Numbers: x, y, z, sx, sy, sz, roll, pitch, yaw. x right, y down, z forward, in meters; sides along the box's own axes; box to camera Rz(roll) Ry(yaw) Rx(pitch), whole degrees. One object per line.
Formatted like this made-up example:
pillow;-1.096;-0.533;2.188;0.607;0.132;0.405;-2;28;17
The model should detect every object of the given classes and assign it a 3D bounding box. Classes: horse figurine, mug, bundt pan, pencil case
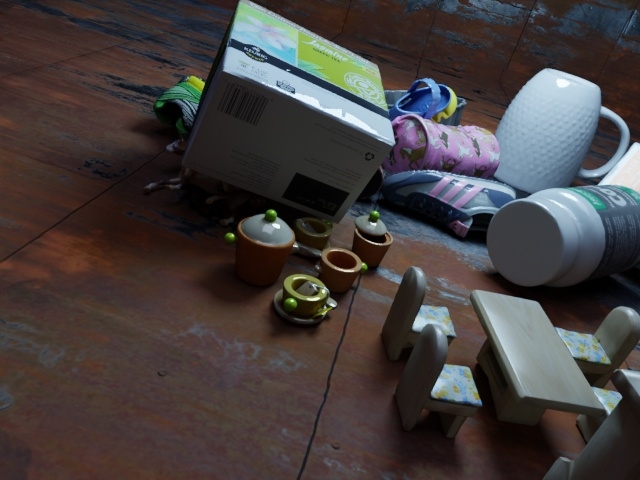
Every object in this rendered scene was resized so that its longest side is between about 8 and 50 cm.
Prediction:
horse figurine;-0.218;-0.115;1.069;0.263;0.066;0.174;21;35;9
mug;0.736;-0.320;1.630;0.374;0.328;0.276;22;30;10
bundt pan;0.281;-0.385;1.672;0.331;0.124;0.331;2;25;-1
pencil case;0.319;-0.232;1.397;0.386;0.160;0.167;-5;33;-46

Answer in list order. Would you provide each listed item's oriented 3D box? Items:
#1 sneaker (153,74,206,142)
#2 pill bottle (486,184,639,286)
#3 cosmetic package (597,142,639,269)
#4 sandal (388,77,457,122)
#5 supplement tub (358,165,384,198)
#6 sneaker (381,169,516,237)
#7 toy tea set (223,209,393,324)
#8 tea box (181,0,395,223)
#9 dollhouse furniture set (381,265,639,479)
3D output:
sneaker;-0.245;-0.251;1.256;0.343;0.134;0.146;32;58;19
pill bottle;0.534;-0.012;1.130;0.361;0.204;0.204;-7;37;-36
cosmetic package;0.872;-0.014;1.246;0.453;0.230;0.161;39;-7;34
sandal;0.213;-0.330;1.431;0.126;0.317;0.138;55;8;19
supplement tub;0.093;-0.189;1.309;0.106;0.106;0.198;12;30;-9
sneaker;0.296;-0.077;1.234;0.319;0.112;0.131;6;60;4
toy tea set;0.000;0.000;0.922;0.200;0.124;0.336;29;32;22
tea box;-0.061;-0.256;1.055;0.329;0.220;0.323;19;39;-20
dollhouse furniture set;0.309;0.167;0.663;0.362;0.256;0.394;12;30;-9
